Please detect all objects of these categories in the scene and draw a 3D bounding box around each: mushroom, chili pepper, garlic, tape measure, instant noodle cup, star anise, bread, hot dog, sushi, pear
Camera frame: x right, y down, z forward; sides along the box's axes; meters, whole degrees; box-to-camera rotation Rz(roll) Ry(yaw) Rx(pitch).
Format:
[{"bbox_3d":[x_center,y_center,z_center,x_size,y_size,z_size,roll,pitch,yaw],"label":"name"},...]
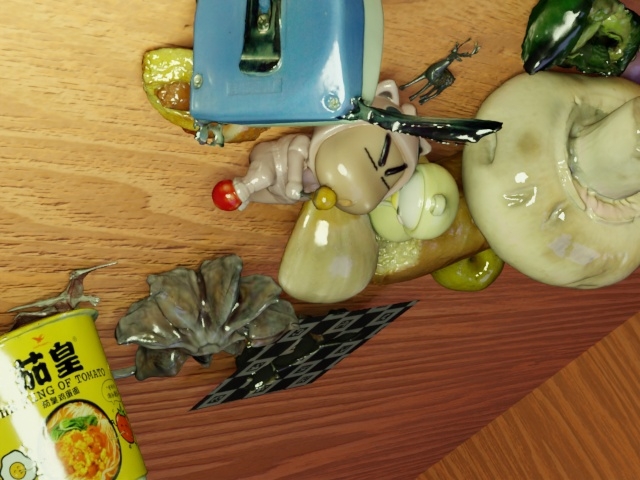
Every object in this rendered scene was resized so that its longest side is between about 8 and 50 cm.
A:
[{"bbox_3d":[0.394,-0.121,1.825,0.353,0.353,0.325,-46,-165,34],"label":"mushroom"},{"bbox_3d":[0.361,-0.296,1.707,0.264,0.116,0.148,3,129,-55],"label":"chili pepper"},{"bbox_3d":[0.001,0.015,1.797,0.145,0.164,0.245,-5,159,-15],"label":"garlic"},{"bbox_3d":[0.016,-0.201,1.202,0.351,0.215,0.098,3,-178,36],"label":"tape measure"},{"bbox_3d":[-0.401,0.276,1.680,0.325,0.254,0.325,-27,173,-3],"label":"instant noodle cup"},{"bbox_3d":[-0.204,0.112,1.859,0.359,0.139,0.316,1,137,-26],"label":"star anise"},{"bbox_3d":[0.208,-0.037,1.988,0.344,0.149,0.195,-22,156,-19],"label":"bread"},{"bbox_3d":[-0.100,-0.164,1.413,0.261,0.093,0.123,-7,148,-44],"label":"hot dog"},{"bbox_3d":[-0.041,0.189,2.281,0.359,0.064,0.343,-5,151,-49],"label":"sushi"},{"bbox_3d":[0.255,0.016,2.165,0.148,0.162,0.149,-4,113,-10],"label":"pear"}]

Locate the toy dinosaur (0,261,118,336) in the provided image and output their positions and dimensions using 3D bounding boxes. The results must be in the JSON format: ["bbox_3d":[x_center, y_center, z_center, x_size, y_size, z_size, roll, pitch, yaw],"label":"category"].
[{"bbox_3d":[-0.365,0.087,1.704,0.220,0.032,0.108,-35,160,17],"label":"toy dinosaur"}]

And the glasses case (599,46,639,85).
[{"bbox_3d":[0.524,-0.241,2.042,0.123,0.076,0.316,-29,158,-1],"label":"glasses case"}]

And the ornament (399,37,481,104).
[{"bbox_3d":[0.174,-0.235,1.688,0.125,0.028,0.073,-39,156,25],"label":"ornament"}]

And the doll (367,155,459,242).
[{"bbox_3d":[0.122,-0.064,1.720,0.117,0.141,0.296,12,-177,-7],"label":"doll"}]

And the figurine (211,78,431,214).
[{"bbox_3d":[0.005,-0.090,1.608,0.287,0.186,0.176,-18,139,7],"label":"figurine"}]
